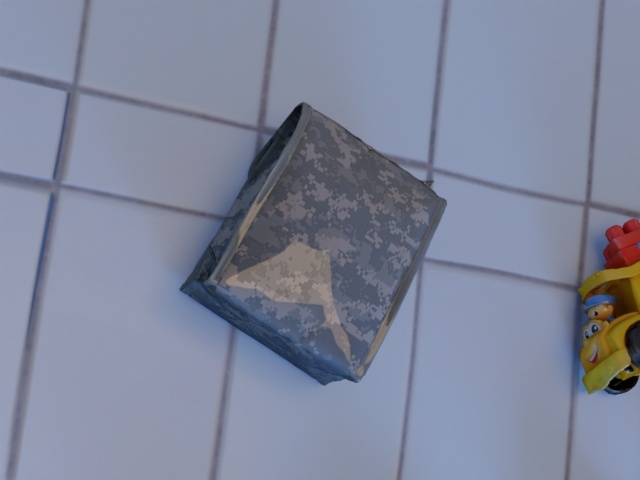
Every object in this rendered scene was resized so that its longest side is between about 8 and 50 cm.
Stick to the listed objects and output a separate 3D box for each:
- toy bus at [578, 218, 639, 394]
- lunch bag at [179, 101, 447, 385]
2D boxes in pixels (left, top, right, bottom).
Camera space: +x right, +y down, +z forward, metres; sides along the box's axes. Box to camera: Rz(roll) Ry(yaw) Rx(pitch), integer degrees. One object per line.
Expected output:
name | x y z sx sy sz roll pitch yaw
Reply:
toy bus | 0.435 0.084 1.920 0.220 0.149 0.211 -23 76 -21
lunch bag | 0.000 0.000 1.743 0.235 0.169 0.287 34 74 -12
